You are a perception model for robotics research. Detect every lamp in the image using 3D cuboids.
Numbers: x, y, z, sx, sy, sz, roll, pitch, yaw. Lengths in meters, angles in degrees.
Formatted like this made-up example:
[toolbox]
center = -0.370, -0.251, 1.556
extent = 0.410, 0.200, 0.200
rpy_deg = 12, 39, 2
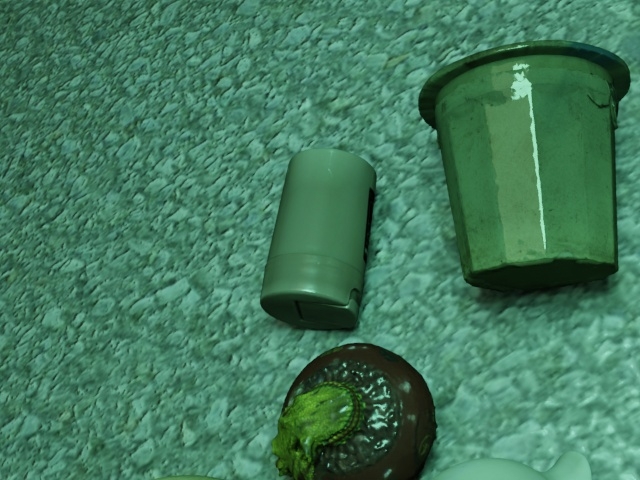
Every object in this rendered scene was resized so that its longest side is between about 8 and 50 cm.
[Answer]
[lamp]
center = 0.030, 0.173, 0.789
extent = 0.156, 0.135, 0.157
rpy_deg = 9, 66, 31

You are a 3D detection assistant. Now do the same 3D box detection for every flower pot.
[flower pot]
center = 0.207, -0.057, 0.808
extent = 0.212, 0.212, 0.202
rpy_deg = -8, 75, 24

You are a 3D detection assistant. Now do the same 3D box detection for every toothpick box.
[toothpick box]
center = 0.000, 0.000, 0.917
extent = 0.111, 0.111, 0.180
rpy_deg = -4, 61, 26

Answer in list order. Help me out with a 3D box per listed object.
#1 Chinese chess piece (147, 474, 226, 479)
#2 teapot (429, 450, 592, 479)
[Chinese chess piece]
center = -0.134, 0.391, 0.752
extent = 0.338, 0.140, 0.338
rpy_deg = -13, 58, 21
[teapot]
center = 0.132, 0.294, 0.667
extent = 0.204, 0.139, 0.298
rpy_deg = -7, 55, 62
